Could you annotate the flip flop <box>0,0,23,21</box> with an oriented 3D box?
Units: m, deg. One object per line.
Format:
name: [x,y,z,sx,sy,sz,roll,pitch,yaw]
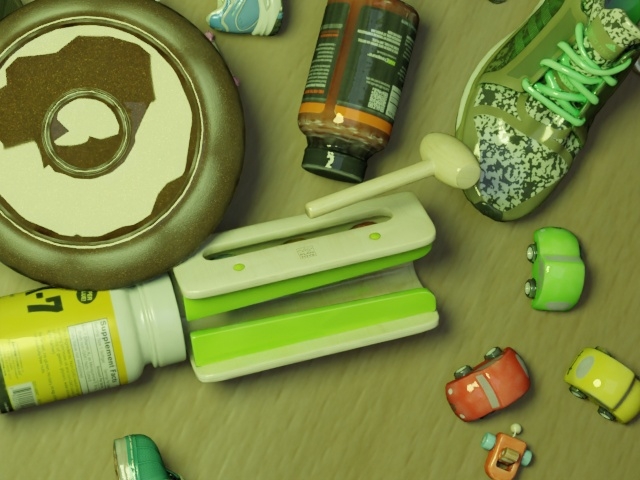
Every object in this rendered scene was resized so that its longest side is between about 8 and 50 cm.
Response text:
flip flop: [-0.405,-0.275,1.401,0.112,0.080,0.277,-43,109,15]

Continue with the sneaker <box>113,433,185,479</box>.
sneaker: [-0.125,0.330,1.426,0.121,0.108,0.302,-21,100,-11]

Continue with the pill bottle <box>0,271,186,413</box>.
pill bottle: [-0.250,0.100,1.400,0.209,0.119,0.119,-13,90,-11]

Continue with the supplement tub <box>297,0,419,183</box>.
supplement tub: [0.036,-0.165,1.471,0.106,0.106,0.197,16,85,-10]

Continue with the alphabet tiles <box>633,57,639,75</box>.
alphabet tiles: [0.446,-0.329,1.598,0.284,0.021,0.278,1,88,-11]

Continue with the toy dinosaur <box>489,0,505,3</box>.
toy dinosaur: [0.193,-0.435,1.508,0.200,0.127,0.295,-28,87,-4]

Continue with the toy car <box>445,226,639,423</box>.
toy car: [0.263,0.095,1.527,0.239,0.053,0.225,3,87,-12]

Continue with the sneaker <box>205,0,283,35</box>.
sneaker: [-0.094,-0.325,1.467,0.081,0.080,0.211,-8,88,-14]

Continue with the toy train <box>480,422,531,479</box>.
toy train: [0.245,0.287,1.521,0.166,0.046,0.125,28,83,-8]

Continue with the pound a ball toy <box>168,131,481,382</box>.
pound a ball toy: [0.000,0.000,1.426,0.319,0.135,0.208,-14,126,-11]

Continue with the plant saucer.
plant saucer: [-0.230,-0.105,1.354,0.311,0.050,0.310,0,85,-1]

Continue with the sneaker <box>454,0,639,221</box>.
sneaker: [0.281,-0.207,1.471,0.158,0.182,0.410,30,91,-6]

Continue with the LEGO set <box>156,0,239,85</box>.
LEGO set: [-0.150,-0.130,1.458,0.132,0.107,0.287,-7,94,24]
